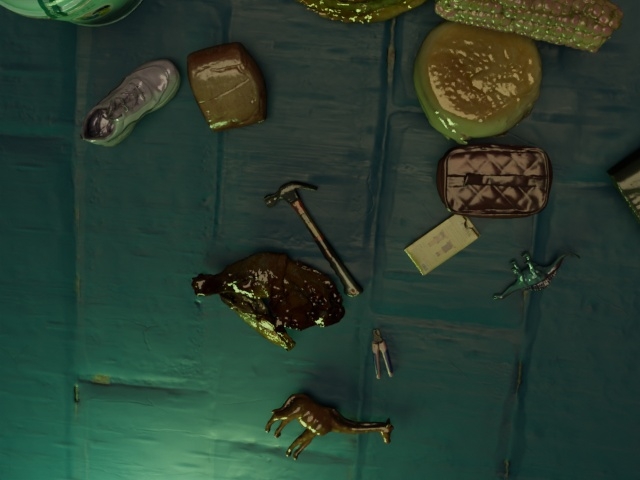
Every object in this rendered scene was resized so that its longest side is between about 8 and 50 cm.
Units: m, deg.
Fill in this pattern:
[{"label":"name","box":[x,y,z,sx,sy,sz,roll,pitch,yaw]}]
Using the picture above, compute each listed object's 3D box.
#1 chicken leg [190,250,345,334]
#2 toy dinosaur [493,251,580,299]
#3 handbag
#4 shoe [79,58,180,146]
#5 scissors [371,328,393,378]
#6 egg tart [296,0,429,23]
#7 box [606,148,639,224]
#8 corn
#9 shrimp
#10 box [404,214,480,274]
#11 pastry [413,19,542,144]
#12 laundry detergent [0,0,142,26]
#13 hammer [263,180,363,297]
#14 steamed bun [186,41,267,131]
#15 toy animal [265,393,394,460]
[{"label":"chicken leg","box":[-0.104,0.109,1.644,0.322,0.177,0.083,26,139,0]},{"label":"toy dinosaur","box":[0.443,0.068,1.626,0.197,0.045,0.080,-31,110,19]},{"label":"handbag","box":[0.344,-0.120,1.552,0.225,0.135,0.147,3,98,7]},{"label":"shoe","box":[-0.395,-0.282,1.601,0.245,0.137,0.095,-40,99,13]},{"label":"scissors","box":[0.131,0.249,1.714,0.039,0.012,0.113,-11,100,8]},{"label":"egg tart","box":[0.067,-0.578,1.387,0.442,0.178,0.443,4,132,5]},{"label":"box","box":[0.707,-0.079,1.527,0.178,0.138,0.274,-32,94,18]},{"label":"corn","box":[0.363,-0.425,1.386,0.335,0.126,0.127,14,103,-1]},{"label":"shrimp","box":[-0.150,0.138,1.682,0.262,0.117,0.066,40,67,0]},{"label":"box","box":[0.257,0.004,1.645,0.149,0.020,0.073,-35,95,12]},{"label":"pastry","box":[0.304,-0.316,1.503,0.264,0.133,0.265,0,88,3]},{"label":"laundry detergent","box":[-0.493,-0.560,1.468,0.287,0.305,0.287,1,102,7]},{"label":"hammer","box":[0.000,0.000,1.668,0.111,0.033,0.288,-31,97,13]},{"label":"steamed bun","box":[-0.185,-0.315,1.591,0.144,0.106,0.175,-15,113,4]},{"label":"toy animal","box":[0.020,0.418,1.736,0.229,0.066,0.224,-39,95,7]}]
